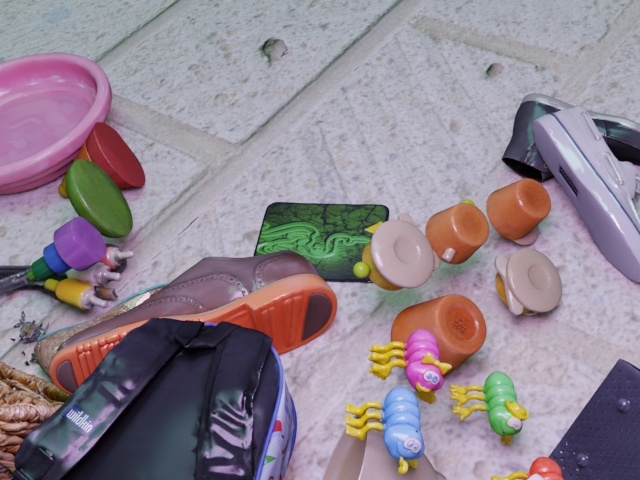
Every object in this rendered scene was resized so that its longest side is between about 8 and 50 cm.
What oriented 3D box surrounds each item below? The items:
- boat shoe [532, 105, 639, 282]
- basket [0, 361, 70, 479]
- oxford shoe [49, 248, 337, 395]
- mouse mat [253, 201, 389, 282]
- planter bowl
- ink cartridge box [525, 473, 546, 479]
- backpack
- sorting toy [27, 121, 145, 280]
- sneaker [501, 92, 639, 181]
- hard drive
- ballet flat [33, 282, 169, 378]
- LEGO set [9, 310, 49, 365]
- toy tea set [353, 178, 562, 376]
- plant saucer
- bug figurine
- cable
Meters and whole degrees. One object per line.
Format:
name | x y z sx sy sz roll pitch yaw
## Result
boat shoe | 0.385 -0.071 1.173 0.088 0.096 0.267 -24 60 -4
basket | -0.449 0.188 1.030 0.299 0.213 0.223 17 53 24
oxford shoe | -0.168 0.104 1.126 0.364 0.130 0.132 -14 41 -18
mouse mat | 0.000 0.000 1.267 0.190 0.007 0.152 1 48 12
planter bowl | 0.066 0.274 0.913 0.109 0.162 0.162 22 50 -7
ink cartridge box | 0.238 0.417 0.642 0.166 0.285 0.395 -32 50 -19
backpack | -0.144 0.222 0.948 0.277 0.213 0.263 12 58 13
sorting toy | -0.358 -0.046 1.283 0.126 0.127 0.365 -31 27 14
sneaker | 0.382 -0.124 1.278 0.222 0.083 0.118 20 74 16
hard drive | 0.355 0.256 0.862 0.054 0.172 0.254 0 36 -38
ballet flat | -0.276 0.128 1.161 0.206 0.073 0.067 -26 58 -3
LEGO set | -0.398 0.136 1.205 0.054 0.023 0.083 -9 60 5
toy tea set | 0.184 0.044 1.125 0.336 0.124 0.200 -22 80 -35
plant saucer | -0.506 -0.190 1.475 0.332 0.084 0.332 -8 45 8
bug figurine | 0.155 0.191 0.911 0.279 0.072 0.216 28 28 -20
cable | -0.399 0.039 1.257 0.287 0.072 0.139 5 43 16
